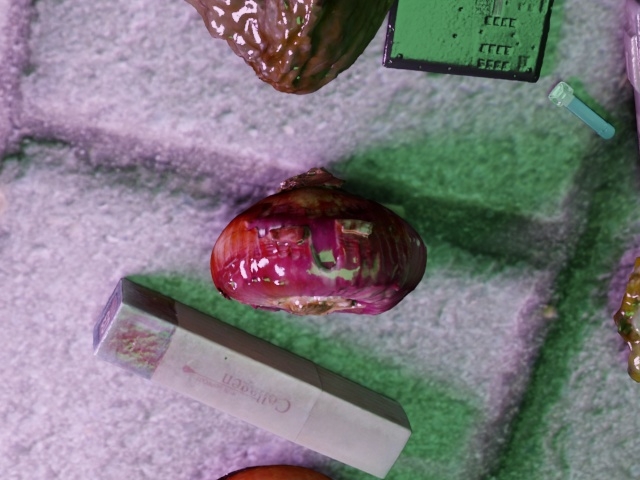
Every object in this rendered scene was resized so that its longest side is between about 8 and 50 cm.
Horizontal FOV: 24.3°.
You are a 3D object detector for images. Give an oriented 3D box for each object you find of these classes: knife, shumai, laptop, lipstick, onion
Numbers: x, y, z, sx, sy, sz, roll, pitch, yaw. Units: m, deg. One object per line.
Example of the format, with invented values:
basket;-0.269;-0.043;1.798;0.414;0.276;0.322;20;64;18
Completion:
knife;0.294;-0.144;1.660;0.096;0.010;0.027;35;101;-22
shumai;-0.057;-0.331;1.477;0.283;0.217;0.346;16;104;17
laptop;0.161;-0.240;1.599;0.180;0.016;0.129;4;109;-10
lipstick;-0.074;0.158;1.677;0.371;0.080;0.076;25;104;-17
onion;0.000;0.000;1.582;0.230;0.230;0.163;9;74;-12

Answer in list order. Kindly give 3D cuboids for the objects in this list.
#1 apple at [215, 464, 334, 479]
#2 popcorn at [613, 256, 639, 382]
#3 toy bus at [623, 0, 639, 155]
apple;-0.047;0.395;1.706;0.251;0.206;0.272;26;103;-21
popcorn;0.419;0.094;1.690;0.212;0.198;0.198;-28;117;39
toy bus;0.394;-0.157;1.632;0.106;0.092;0.268;-8;113;5
